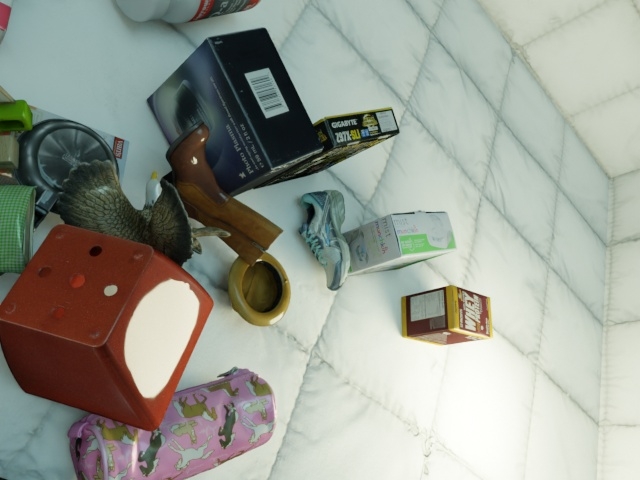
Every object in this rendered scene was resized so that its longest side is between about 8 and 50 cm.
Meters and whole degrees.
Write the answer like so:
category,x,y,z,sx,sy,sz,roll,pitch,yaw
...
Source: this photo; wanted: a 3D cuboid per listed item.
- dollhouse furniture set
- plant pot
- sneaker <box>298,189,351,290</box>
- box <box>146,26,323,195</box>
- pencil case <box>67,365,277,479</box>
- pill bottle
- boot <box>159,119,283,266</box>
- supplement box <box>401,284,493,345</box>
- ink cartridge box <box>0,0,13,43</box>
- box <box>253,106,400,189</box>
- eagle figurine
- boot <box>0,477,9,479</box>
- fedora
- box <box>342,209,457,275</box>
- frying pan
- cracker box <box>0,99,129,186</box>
category,x,y,z,sx,sy,sz,roll,pitch,yaw
dollhouse furniture set,-0.588,-0.098,0.903,0.197,0.151,0.302,-4,77,-5
plant pot,-0.366,0.124,0.940,0.267,0.236,0.267,14,56,9
sneaker,0.000,0.000,1.512,0.122,0.110,0.283,0,72,-24
box,-0.201,-0.263,1.269,0.182,0.294,0.296,-31,96,-42
pencil case,-0.272,0.368,1.078,0.386,0.160,0.167,-8,48,-43
pill bottle,-0.313,-0.647,1.363,0.363,0.210,0.210,-36,100,-43
boot,-0.202,-0.089,1.182,0.280,0.264,0.096,38,42,0
supplement box,0.380,0.231,1.690,0.191,0.194,0.129,18,64,-37
ink cartridge box,-0.675,-0.507,1.059,0.172,0.100,0.237,16,66,-38
box,0.000,-0.231,1.422,0.257,0.322,0.079,-23,93,-44
eagle figurine,-0.333,-0.031,1.075,0.225,0.226,0.298,60,1,5
boot,-0.510,0.481,0.877,0.179,0.085,0.236,-54,136,-19
fedora,-0.158,0.116,1.323,0.194,0.079,0.194,23,55,-38
box,0.213,0.007,1.594,0.262,0.231,0.127,-4,78,-44
frying pan,-0.508,-0.107,1.022,0.197,0.053,0.326,56,47,-14
cracker box,-0.511,-0.157,1.108,0.232,0.067,0.156,18,65,-36
